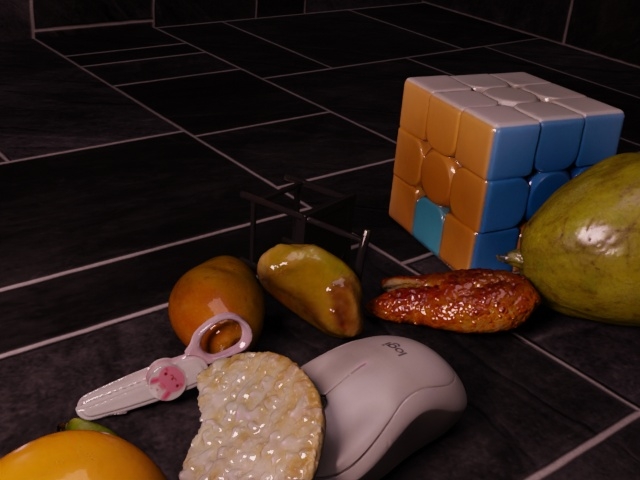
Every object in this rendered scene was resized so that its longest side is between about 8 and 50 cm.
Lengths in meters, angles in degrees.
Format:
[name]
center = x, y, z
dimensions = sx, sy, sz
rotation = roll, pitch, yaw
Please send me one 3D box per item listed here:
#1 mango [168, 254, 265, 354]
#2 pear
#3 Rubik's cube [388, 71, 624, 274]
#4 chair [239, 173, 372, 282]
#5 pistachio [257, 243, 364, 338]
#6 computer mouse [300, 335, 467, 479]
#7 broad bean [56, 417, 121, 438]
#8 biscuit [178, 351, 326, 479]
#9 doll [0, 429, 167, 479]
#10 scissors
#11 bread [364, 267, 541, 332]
[mango]
center = -0.150, 0.088, 1.239
dimensions = 0.138, 0.113, 0.253
rotation = 7, 22, -7
[pear]
center = 0.471, 0.008, 1.355
dimensions = 0.375, 0.287, 0.287
rotation = -8, 27, 6
[Rubik's cube]
center = 0.328, -0.129, 1.552
dimensions = 0.290, 0.291, 0.291
rotation = -9, 30, -25
[chair]
center = 0.000, 0.000, 1.397
dimensions = 0.260, 0.154, 0.141
rotation = 22, 32, 33
[pistachio]
center = -0.007, 0.072, 1.272
dimensions = 0.189, 0.110, 0.100
rotation = 35, 71, -2
[computer mouse]
center = 0.056, 0.201, 1.056
dimensions = 0.297, 0.121, 0.184
rotation = -14, 34, -34
[broad bean]
center = -0.242, 0.258, 0.966
dimensions = 0.070, 0.048, 0.213
rotation = -21, 38, -40
[biscuit]
center = -0.085, 0.220, 0.985
dimensions = 0.188, 0.040, 0.265
rotation = -45, 36, -5
[doll]
center = -0.246, 0.268, 0.797
dimensions = 0.213, 0.213, 0.236
rotation = -10, 19, -27
[scissors]
center = -0.197, 0.177, 1.096
dimensions = 0.242, 0.118, 0.030
rotation = -18, 20, -14
[bread]
center = 0.208, 0.088, 1.327
dimensions = 0.269, 0.095, 0.139
rotation = 7, 20, 13
